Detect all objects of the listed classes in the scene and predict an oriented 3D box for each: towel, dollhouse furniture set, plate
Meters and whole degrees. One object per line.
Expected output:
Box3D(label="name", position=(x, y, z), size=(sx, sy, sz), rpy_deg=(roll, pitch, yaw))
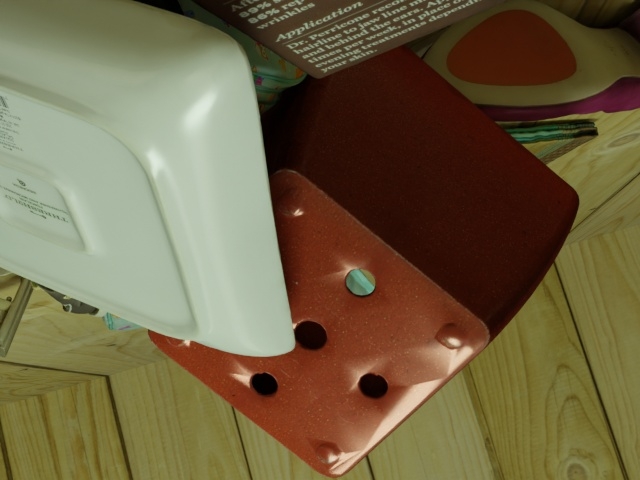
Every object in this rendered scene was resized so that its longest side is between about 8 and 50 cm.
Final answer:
Box3D(label="towel", position=(0.201, -0.107, 1.357), size=(0.370, 0.040, 0.271), rpy_deg=(-10, 167, -35))
Box3D(label="dollhouse furniture set", position=(-0.485, 0.065, 1.250), size=(0.151, 0.123, 0.144), rpy_deg=(21, 156, -10))
Box3D(label="plate", position=(-0.154, -0.036, 0.516), size=(0.277, 0.045, 0.278), rpy_deg=(21, 148, 17))

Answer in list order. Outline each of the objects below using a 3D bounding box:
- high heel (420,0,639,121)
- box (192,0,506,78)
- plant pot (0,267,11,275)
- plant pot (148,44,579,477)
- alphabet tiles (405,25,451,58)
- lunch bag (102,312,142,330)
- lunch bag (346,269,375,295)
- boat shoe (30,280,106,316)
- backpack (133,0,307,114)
Box3D(label="high heel", position=(0.227, -0.150, 0.907), size=(0.377, 0.127, 0.181), rpy_deg=(-14, 159, -26))
Box3D(label="box", position=(-0.011, -0.197, 0.345), size=(0.191, 0.143, 0.381), rpy_deg=(-19, 170, 19))
Box3D(label="plant pot", position=(-0.300, -0.031, 0.861), size=(0.109, 0.096, 0.109), rpy_deg=(-18, 168, 14))
Box3D(label="plant pot", position=(0.020, 0.017, 0.714), size=(0.267, 0.267, 0.236), rpy_deg=(-48, -174, 27))
Box3D(label="alphabet tiles", position=(0.051, -0.150, 0.961), size=(0.284, 0.021, 0.278), rpy_deg=(-23, 167, 34))
Box3D(label="lunch bag", position=(-0.220, 0.050, 1.342), size=(0.224, 0.108, 0.279), rpy_deg=(-13, 168, -16))
Box3D(label="lunch bag", position=(-0.087, 0.031, 1.104), size=(0.223, 0.160, 0.262), rpy_deg=(13, 154, 43))
Box3D(label="boat shoe", position=(-0.294, 0.016, 1.072), size=(0.097, 0.116, 0.324), rpy_deg=(-7, 163, -20))
Box3D(label="backpack", position=(-0.091, -0.123, 0.600), size=(0.115, 0.152, 0.182), rpy_deg=(-25, 172, 23))
